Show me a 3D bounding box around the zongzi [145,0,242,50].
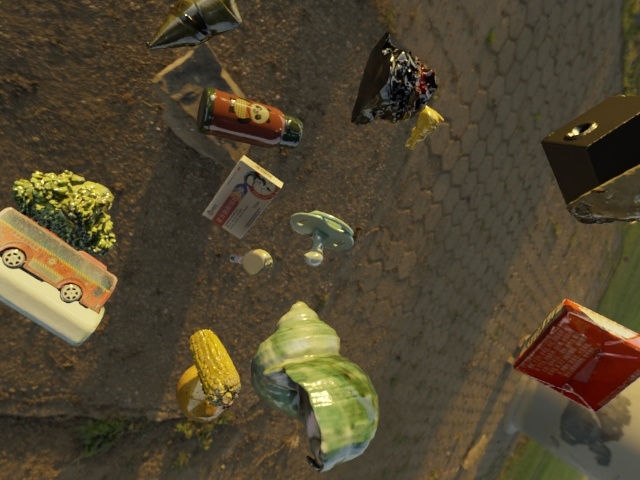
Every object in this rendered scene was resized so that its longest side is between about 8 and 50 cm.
[{"bbox_3d":[-0.339,-0.557,1.028,0.242,0.221,0.112,-32,136,-6],"label":"zongzi"}]

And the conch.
[{"bbox_3d":[-0.015,0.219,0.641,0.196,0.277,0.220,-15,139,6],"label":"conch"}]

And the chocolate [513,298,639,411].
[{"bbox_3d":[0.673,0.294,1.063,0.108,0.235,0.237,-47,161,-55],"label":"chocolate"}]

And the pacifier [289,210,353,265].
[{"bbox_3d":[0.000,0.000,1.989,0.344,0.288,0.268,26,63,-20],"label":"pacifier"}]

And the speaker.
[{"bbox_3d":[0.770,-0.231,1.073,0.254,0.184,0.232,-34,110,3],"label":"speaker"}]

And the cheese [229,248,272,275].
[{"bbox_3d":[-0.254,0.081,1.481,0.048,0.171,0.092,-8,86,-65],"label":"cheese"}]

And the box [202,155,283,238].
[{"bbox_3d":[-0.357,-0.188,1.865,0.214,0.069,0.353,35,118,-15],"label":"box"}]

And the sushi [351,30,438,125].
[{"bbox_3d":[0.182,-0.355,0.950,0.151,0.153,0.172,18,64,-22],"label":"sushi"}]

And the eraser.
[{"bbox_3d":[-0.692,0.133,1.015,0.104,0.189,0.290,-45,116,-5],"label":"eraser"}]

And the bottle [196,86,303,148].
[{"bbox_3d":[-0.220,-0.383,1.334,0.337,0.144,0.143,7,107,-27],"label":"bottle"}]

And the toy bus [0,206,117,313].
[{"bbox_3d":[-0.400,0.034,0.612,0.192,0.065,0.077,42,66,-23],"label":"toy bus"}]

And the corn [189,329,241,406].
[{"bbox_3d":[-0.330,0.383,1.266,0.115,0.318,0.115,-14,122,-25],"label":"corn"}]

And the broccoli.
[{"bbox_3d":[-0.862,-0.088,1.394,0.324,0.335,0.271,32,72,-65],"label":"broccoli"}]

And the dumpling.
[{"bbox_3d":[0.713,-0.097,0.864,0.086,0.166,0.332,-50,-178,-39],"label":"dumpling"}]

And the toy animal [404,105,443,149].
[{"bbox_3d":[0.354,-0.393,1.457,0.070,0.083,0.159,-33,165,-44],"label":"toy animal"}]

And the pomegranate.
[{"bbox_3d":[-0.485,0.647,1.762,0.265,0.264,0.264,-24,127,-36],"label":"pomegranate"}]
